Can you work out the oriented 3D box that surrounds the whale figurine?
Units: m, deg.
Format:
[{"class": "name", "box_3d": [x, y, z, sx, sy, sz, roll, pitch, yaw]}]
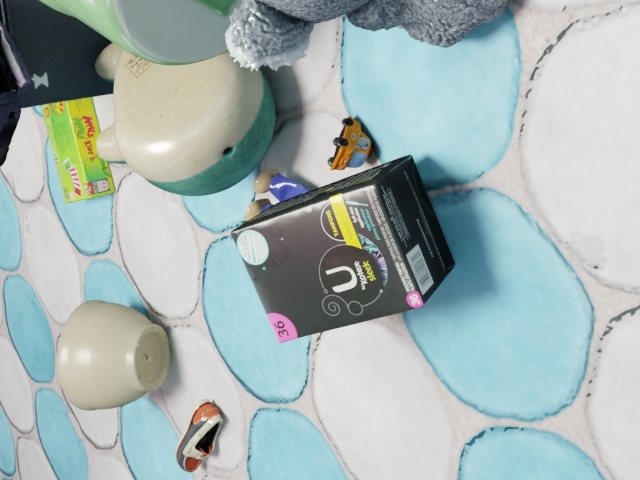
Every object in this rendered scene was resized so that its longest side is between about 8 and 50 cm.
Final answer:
[{"class": "whale figurine", "box_3d": [-0.156, -0.156, 1.028, 0.272, 0.216, 0.141, 45, 178, 42]}]

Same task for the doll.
[{"class": "doll", "box_3d": [0.000, 0.000, 0.972, 0.189, 0.046, 0.129, 34, 119, 30]}]

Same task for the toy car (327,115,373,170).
[{"class": "toy car", "box_3d": [0.020, -0.063, 0.925, 0.040, 0.060, 0.122, 20, 120, -6]}]

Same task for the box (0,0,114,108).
[{"class": "box", "box_3d": [-0.408, -0.356, 1.195, 0.395, 0.212, 0.293, 21, 119, 45]}]

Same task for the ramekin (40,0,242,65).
[{"class": "ramekin", "box_3d": [-0.130, -0.309, 0.820, 0.148, 0.303, 0.303, 40, 132, 24]}]

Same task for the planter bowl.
[{"class": "planter bowl", "box_3d": [-0.286, 0.167, 1.311, 0.109, 0.162, 0.162, -1, 104, 22]}]

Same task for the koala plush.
[{"class": "koala plush", "box_3d": [0.022, -0.233, 0.717, 0.203, 0.221, 0.196, 43, 132, 32]}]

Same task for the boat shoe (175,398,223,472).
[{"class": "boat shoe", "box_3d": [-0.171, 0.286, 1.287, 0.043, 0.049, 0.137, 42, 128, 30]}]

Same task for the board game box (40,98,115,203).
[{"class": "board game box", "box_3d": [-0.369, -0.152, 1.361, 0.092, 0.043, 0.181, -6, 99, 51]}]

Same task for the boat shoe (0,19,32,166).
[{"class": "boat shoe", "box_3d": [-0.436, -0.249, 1.022, 0.340, 0.127, 0.158, 55, 133, 8]}]

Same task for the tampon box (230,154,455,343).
[{"class": "tampon box", "box_3d": [0.022, 0.009, 0.852, 0.161, 0.101, 0.120, -19, 100, 30]}]
